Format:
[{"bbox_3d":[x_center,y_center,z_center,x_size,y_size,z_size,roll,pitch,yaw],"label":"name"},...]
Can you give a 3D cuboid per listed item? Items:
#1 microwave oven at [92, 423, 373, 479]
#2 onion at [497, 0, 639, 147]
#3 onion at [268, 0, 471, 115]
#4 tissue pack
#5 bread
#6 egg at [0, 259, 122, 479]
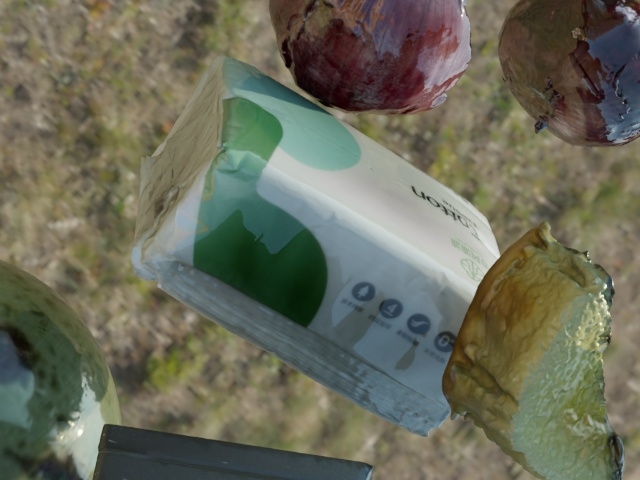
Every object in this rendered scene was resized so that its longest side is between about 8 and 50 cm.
[{"bbox_3d":[-0.107,0.398,1.431,0.432,0.236,0.374,99,0,-66],"label":"microwave oven"},{"bbox_3d":[0.354,-0.245,2.030,0.219,0.252,0.252,-46,145,-20],"label":"onion"},{"bbox_3d":[0.028,-0.199,1.585,0.120,0.227,0.283,-38,160,-27],"label":"onion"},{"bbox_3d":[0.001,-0.001,1.555,0.356,0.266,0.194,31,111,-17],"label":"tissue pack"},{"bbox_3d":[0.178,0.126,1.365,0.133,0.174,0.252,-16,117,-16],"label":"bread"},{"bbox_3d":[-0.373,0.214,1.615,0.345,0.345,0.428,-32,124,-24],"label":"egg"}]
